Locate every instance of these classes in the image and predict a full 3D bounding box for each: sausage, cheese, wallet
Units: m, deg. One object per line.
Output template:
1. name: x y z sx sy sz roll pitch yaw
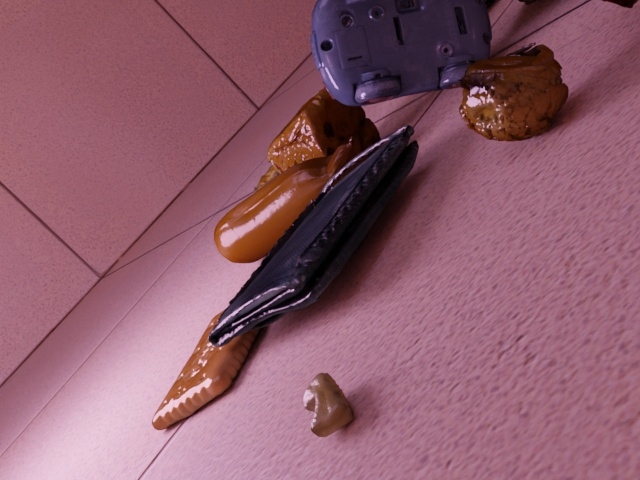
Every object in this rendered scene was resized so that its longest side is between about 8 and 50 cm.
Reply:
1. sausage: -0.046 -0.066 1.480 0.328 0.112 0.112 -35 16 31
2. cheese: 0.005 0.155 0.837 0.044 0.030 0.083 -38 19 -3
3. wallet: 0.000 0.000 1.216 0.237 0.075 0.342 -31 17 47

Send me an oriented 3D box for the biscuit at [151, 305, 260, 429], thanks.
1. biscuit: -0.145 0.155 1.265 0.160 0.030 0.249 -35 16 33

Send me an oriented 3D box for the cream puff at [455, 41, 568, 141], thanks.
1. cream puff: 0.220 -0.163 1.014 0.120 0.104 0.133 -12 23 -2

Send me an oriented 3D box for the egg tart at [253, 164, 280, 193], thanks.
1. egg tart: -0.070 -0.116 1.775 0.191 0.074 0.191 -41 16 15

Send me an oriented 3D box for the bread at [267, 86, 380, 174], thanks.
1. bread: 0.007 -0.171 1.579 0.143 0.149 0.158 -51 9 -34

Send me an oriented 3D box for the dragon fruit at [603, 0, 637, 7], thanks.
1. dragon fruit: 0.355 -0.427 1.016 0.295 0.302 0.295 -47 9 10

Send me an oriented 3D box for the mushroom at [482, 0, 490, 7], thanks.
1. mushroom: 0.317 -0.507 1.809 0.312 0.081 0.100 -48 20 -21

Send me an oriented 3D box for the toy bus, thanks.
1. toy bus: 0.123 -0.321 1.466 0.294 0.197 0.232 -13 0 -8

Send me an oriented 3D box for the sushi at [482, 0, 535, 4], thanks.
1. sushi: 0.413 -0.488 1.461 0.264 0.050 0.290 -33 -10 -46
